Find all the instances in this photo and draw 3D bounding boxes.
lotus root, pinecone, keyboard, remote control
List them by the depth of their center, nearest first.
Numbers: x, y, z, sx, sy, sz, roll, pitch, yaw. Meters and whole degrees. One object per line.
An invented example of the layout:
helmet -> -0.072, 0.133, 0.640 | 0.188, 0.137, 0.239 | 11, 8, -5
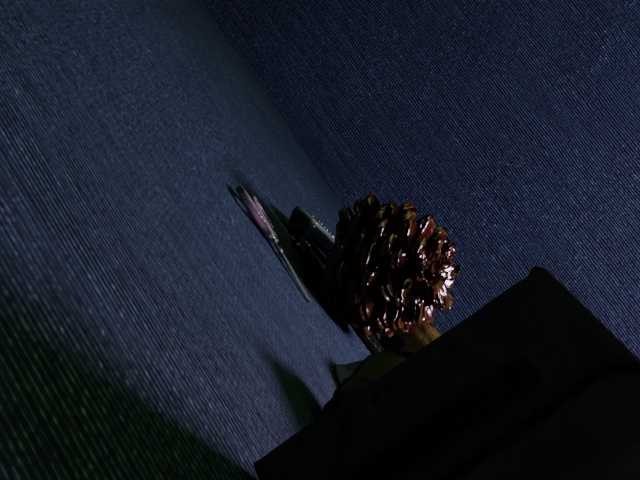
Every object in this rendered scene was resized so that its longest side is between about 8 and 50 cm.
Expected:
pinecone -> 0.107, 0.043, 1.503 | 0.221, 0.221, 0.221 | 54, 6, -8
keyboard -> 0.035, 0.096, 1.615 | 0.250, 0.017, 0.087 | 53, 7, -7
lotus root -> 0.177, 0.215, 1.652 | 0.110, 0.097, 0.258 | 97, -27, -47
remote control -> 0.000, 0.000, 1.731 | 0.072, 0.042, 0.222 | 43, -3, 27

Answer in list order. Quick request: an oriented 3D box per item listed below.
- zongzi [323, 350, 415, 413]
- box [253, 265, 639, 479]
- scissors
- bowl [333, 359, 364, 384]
zongzi -> 0.151, 0.184, 0.888 | 0.260, 0.123, 0.289 | 53, -37, 6
box -> 0.115, 0.164, 0.658 | 0.188, 0.252, 0.153 | 48, 7, -41
scissors -> -0.060, 0.006, 1.380 | 0.189, 0.015, 0.100 | 57, 4, 20
bowl -> 0.103, 0.202, 1.205 | 0.189, 0.086, 0.189 | 53, 5, -7
